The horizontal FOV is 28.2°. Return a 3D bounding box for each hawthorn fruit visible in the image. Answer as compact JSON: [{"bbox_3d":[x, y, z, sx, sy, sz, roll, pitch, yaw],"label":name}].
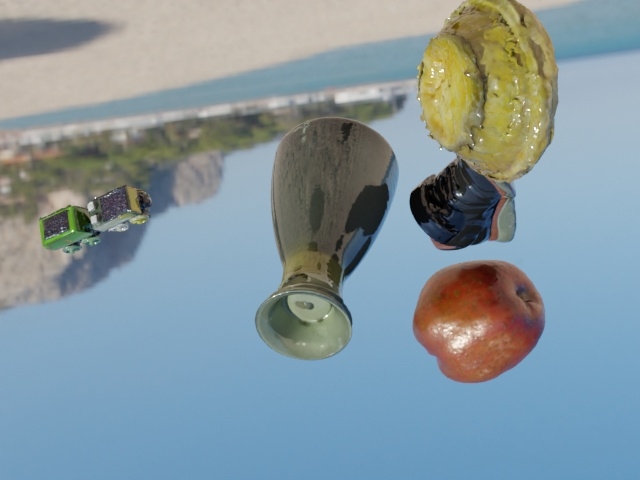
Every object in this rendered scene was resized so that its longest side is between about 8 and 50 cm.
[{"bbox_3d":[0.228,0.112,1.810,0.189,0.189,0.189,-8,-174,1],"label":"hawthorn fruit"}]

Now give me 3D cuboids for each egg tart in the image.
[{"bbox_3d":[0.145,-0.140,1.183,0.074,0.191,0.191,-10,-173,-21],"label":"egg tart"}]

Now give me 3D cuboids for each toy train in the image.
[{"bbox_3d":[-0.361,-0.034,2.038,0.202,0.060,0.081,-22,162,26],"label":"toy train"}]

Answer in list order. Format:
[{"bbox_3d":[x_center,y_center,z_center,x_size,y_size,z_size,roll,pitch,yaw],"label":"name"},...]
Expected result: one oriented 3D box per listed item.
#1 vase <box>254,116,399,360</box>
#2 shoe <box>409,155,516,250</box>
[{"bbox_3d":[0.000,0.000,1.647,0.173,0.173,0.321,-6,-139,17],"label":"vase"},{"bbox_3d":[0.182,-0.065,1.681,0.137,0.114,0.291,-17,156,0],"label":"shoe"}]
